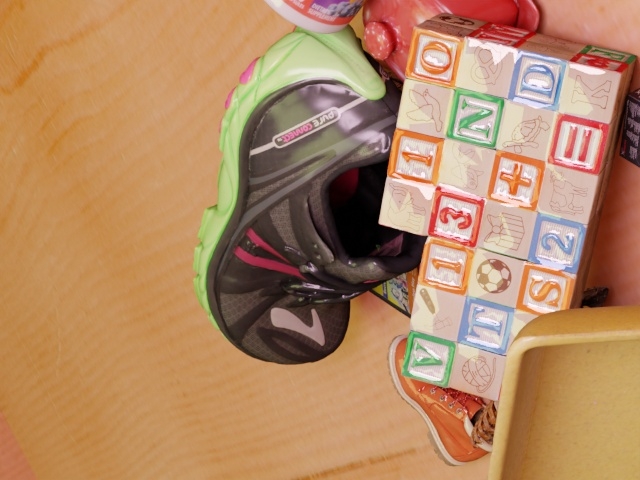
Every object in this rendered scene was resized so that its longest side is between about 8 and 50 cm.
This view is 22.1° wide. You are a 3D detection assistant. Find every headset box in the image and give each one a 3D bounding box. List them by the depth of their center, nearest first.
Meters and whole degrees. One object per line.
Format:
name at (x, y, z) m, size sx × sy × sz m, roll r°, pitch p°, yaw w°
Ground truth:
headset box at (0.283, -0.080, 1.312) m, size 0.083 × 0.032 × 0.062 m, roll 36°, pitch 141°, yaw 38°

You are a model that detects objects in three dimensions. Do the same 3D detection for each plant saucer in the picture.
plant saucer at (0.283, 0.157, 1.280) m, size 0.081 × 0.333 × 0.333 m, roll -100°, pitch 10°, yaw -47°

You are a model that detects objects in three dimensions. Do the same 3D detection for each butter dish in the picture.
butter dish at (0.090, -0.193, 1.440) m, size 0.160 × 0.118 × 0.160 m, roll 53°, pitch 149°, yaw 17°

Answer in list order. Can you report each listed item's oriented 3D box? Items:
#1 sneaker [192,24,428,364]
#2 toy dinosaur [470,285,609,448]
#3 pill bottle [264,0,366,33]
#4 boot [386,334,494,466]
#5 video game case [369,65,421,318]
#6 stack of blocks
sneaker at (0.000, 0.000, 1.603) m, size 0.202 × 0.185 × 0.483 m, roll 40°, pitch 153°, yaw 21°
toy dinosaur at (0.245, 0.158, 1.498) m, size 0.322 × 0.164 × 0.218 m, roll 126°, pitch 130°, yaw -77°
pill bottle at (0.030, -0.275, 1.362) m, size 0.108 × 0.108 × 0.193 m, roll 53°, pitch 126°, yaw 18°
boot at (0.134, 0.163, 1.727) m, size 0.158 × 0.059 × 0.084 m, roll 57°, pitch 148°, yaw -6°
video game case at (0.093, -0.036, 1.648) m, size 0.248 × 0.035 × 0.275 m, roll 33°, pitch 140°, yaw 42°
stack of blocks at (0.143, -0.024, 1.362) m, size 0.171 × 0.087 × 0.297 m, roll 14°, pitch 110°, yaw 16°
